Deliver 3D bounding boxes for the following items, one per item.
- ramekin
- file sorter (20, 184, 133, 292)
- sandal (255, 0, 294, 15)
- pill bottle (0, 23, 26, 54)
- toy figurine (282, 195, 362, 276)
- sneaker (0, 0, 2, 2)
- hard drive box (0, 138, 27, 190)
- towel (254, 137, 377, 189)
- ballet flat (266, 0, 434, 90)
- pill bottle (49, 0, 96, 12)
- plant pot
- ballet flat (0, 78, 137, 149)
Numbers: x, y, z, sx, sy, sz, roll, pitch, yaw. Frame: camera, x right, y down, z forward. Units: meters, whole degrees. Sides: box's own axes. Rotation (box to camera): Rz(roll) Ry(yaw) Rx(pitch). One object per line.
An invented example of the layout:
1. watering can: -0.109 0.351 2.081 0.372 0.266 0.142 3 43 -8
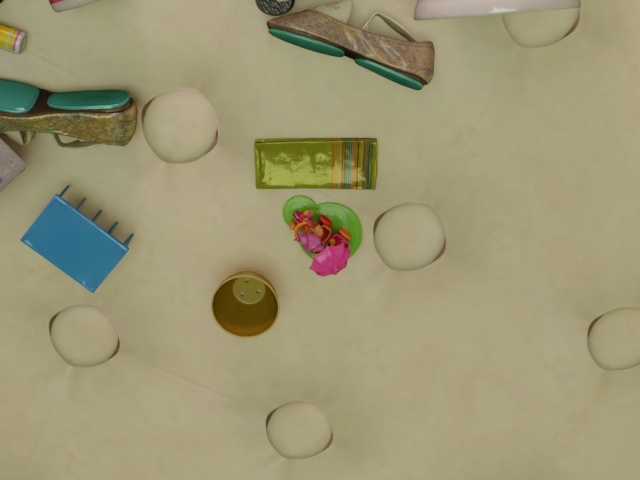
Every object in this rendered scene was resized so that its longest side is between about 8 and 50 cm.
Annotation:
1. ramekin: 0.291 -0.445 1.573 0.277 0.277 0.135 -4 103 2
2. file sorter: -0.465 -0.009 1.833 0.170 0.104 0.118 39 107 -12
3. sandal: -0.075 -0.529 1.662 0.097 0.054 0.255 14 114 6
4. pill bottle: -0.585 -0.374 1.728 0.083 0.043 0.043 18 110 -7
5. toy figurine: 0.000 0.000 1.800 0.173 0.159 0.130 36 107 -11
6. sneaker: -0.645 -0.434 1.696 0.169 0.068 0.071 -19 104 8
7. hard drive box: -0.673 -0.172 1.731 0.232 0.089 0.181 47 149 -16
8. towel: -0.008 -0.146 1.819 0.237 0.021 0.102 0 110 1
9. ballet flat: 0.062 -0.370 1.703 0.316 0.107 0.106 19 90 -12
10. pill bottle: -0.431 -0.547 1.599 0.160 0.160 0.283 -16 109 7
11. plant pot: -0.145 0.114 1.879 0.134 0.095 0.134 1 110 1
12. ballet flat: -0.514 -0.227 1.753 0.348 0.123 0.123 4 111 -1
